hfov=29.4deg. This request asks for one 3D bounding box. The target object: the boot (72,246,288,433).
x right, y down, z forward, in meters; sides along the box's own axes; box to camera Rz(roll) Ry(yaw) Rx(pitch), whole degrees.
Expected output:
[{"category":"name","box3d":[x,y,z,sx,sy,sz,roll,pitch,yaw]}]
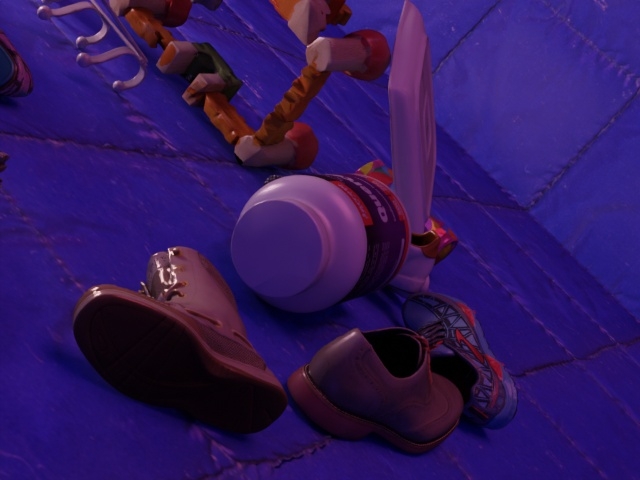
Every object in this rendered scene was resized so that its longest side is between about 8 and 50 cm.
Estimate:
[{"category":"boot","box3d":[-0.159,0.074,1.249,0.262,0.095,0.203,31,20,-38]}]

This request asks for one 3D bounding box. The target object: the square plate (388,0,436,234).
[{"category":"square plate","box3d":[0.164,-0.195,2.117,0.347,0.049,0.344,-77,163,-54]}]

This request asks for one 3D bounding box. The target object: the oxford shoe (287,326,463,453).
[{"category":"oxford shoe","box3d":[0.107,0.181,1.527,0.123,0.130,0.348,50,18,27]}]

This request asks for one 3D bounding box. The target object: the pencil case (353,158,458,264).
[{"category":"pencil case","box3d":[0.149,-0.048,2.283,0.236,0.104,0.104,48,17,17]}]

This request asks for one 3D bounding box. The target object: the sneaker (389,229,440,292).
[{"category":"sneaker","box3d":[0.052,-0.026,1.898,0.290,0.123,0.106,21,19,-18]}]

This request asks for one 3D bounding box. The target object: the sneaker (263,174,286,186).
[{"category":"sneaker","box3d":[-0.023,-0.071,1.979,0.135,0.052,0.058,23,-1,13]}]

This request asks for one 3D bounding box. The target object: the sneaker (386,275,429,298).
[{"category":"sneaker","box3d":[0.071,0.011,2.011,0.126,0.091,0.240,-12,54,-47]}]

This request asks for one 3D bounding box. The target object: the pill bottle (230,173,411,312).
[{"category":"pill bottle","box3d":[0.000,0.000,1.657,0.181,0.181,0.323,45,16,11]}]

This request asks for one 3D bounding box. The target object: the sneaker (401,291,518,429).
[{"category":"sneaker","box3d":[0.191,0.163,1.824,0.125,0.104,0.262,19,26,-46]}]

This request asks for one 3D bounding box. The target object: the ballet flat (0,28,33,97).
[{"category":"ballet flat","box3d":[-0.437,-0.262,1.548,0.221,0.077,0.079,51,0,15]}]

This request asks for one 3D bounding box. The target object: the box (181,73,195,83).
[{"category":"box","box3d":[-0.244,-0.316,2.209,0.067,0.018,0.083,41,16,-4]}]

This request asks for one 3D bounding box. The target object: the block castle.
[{"category":"block castle","box3d":[-0.116,-0.366,2.081,0.453,0.303,0.213,49,29,18]}]

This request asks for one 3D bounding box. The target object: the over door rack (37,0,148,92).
[{"category":"over door rack","box3d":[-0.373,-0.378,1.764,0.239,0.108,0.324,49,-15,22]}]

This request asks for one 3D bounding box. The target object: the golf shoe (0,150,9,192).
[{"category":"golf shoe","box3d":[-0.378,-0.061,1.190,0.086,0.069,0.176,22,13,4]}]
